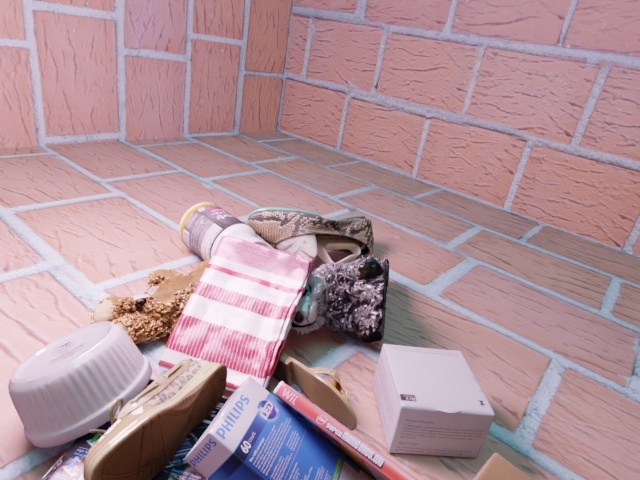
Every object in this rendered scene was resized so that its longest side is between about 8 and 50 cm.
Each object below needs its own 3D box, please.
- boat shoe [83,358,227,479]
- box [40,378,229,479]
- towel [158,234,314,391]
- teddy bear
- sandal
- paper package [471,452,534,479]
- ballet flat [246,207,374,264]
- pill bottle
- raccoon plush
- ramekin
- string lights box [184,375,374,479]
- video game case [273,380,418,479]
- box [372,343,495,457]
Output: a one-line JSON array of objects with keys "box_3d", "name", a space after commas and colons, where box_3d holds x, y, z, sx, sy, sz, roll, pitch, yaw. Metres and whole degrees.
[{"box_3d": [-0.249, 0.268, 0.673, 0.089, 0.105, 0.285, 13, 12, 18], "name": "boat shoe"}, {"box_3d": [-0.233, 0.355, 0.677, 0.295, 0.074, 0.293, 13, 22, 5], "name": "box"}, {"box_3d": [-0.173, 0.147, 0.959, 0.236, 0.037, 0.329, 14, 58, 11], "name": "towel"}, {"box_3d": [-0.357, 0.159, 1.043, 0.245, 0.113, 0.338, 17, 32, 28], "name": "teddy bear"}, {"box_3d": [0.000, 0.283, 0.907, 0.240, 0.088, 0.079, 22, 32, 35], "name": "sandal"}, {"box_3d": [0.264, 0.474, 0.500, 0.324, 0.168, 0.309, 28, 28, 36], "name": "paper package"}, {"box_3d": [0.000, 0.000, 1.416, 0.482, 0.164, 0.182, 3, 65, -40], "name": "ballet flat"}, {"box_3d": [-0.284, 0.005, 1.311, 0.162, 0.162, 0.278, -15, 35, -44], "name": "pill bottle"}, {"box_3d": [0.026, 0.147, 1.191, 0.298, 0.216, 0.446, 2, -4, 11], "name": "raccoon plush"}, {"box_3d": [-0.405, 0.226, 0.744, 0.207, 0.109, 0.207, -19, 18, 6], "name": "ramekin"}, {"box_3d": [-0.050, 0.337, 0.648, 0.259, 0.077, 0.133, 40, 24, 1], "name": "string lights box"}, {"box_3d": [0.063, 0.340, 0.696, 0.285, 0.204, 0.025, 25, 63, 30], "name": "video game case"}, {"box_3d": [0.213, 0.314, 0.884, 0.180, 0.119, 0.182, 7, 25, -7], "name": "box"}]
